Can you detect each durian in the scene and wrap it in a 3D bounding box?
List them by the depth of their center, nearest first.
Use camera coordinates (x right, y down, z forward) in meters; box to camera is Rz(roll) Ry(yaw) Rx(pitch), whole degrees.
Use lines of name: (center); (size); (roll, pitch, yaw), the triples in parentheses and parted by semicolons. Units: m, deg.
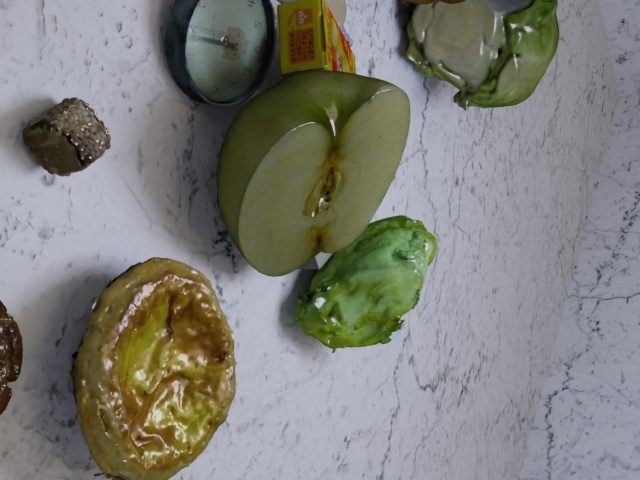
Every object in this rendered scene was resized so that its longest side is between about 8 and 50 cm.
durian: (0.112, 0.079, 1.700); (0.204, 0.256, 0.339); (61, 29, -20)

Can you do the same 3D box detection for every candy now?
candy: (-0.343, -0.140, 1.126); (0.095, 0.085, 0.110); (63, 34, -29)
candy: (0.002, -0.328, 1.544); (0.276, 0.088, 0.146); (32, 51, -72)

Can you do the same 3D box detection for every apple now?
apple: (-0.015, -0.106, 1.428); (0.360, 0.320, 0.311); (102, -4, -46)

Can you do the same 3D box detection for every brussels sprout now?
brussels sprout: (0.400, -0.543, 1.994); (0.361, 0.342, 0.425); (-42, 129, -51)

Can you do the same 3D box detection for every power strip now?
power strip: (0.000, 0.000, 1.668); (0.175, 0.075, 0.042); (-48, 129, -42)

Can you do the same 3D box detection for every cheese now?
cheese: (0.026, -0.464, 1.691); (0.171, 0.048, 0.092); (32, 69, -53)

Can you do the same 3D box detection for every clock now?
clock: (-0.160, -0.335, 1.375); (0.226, 0.049, 0.226); (-32, 132, -44)

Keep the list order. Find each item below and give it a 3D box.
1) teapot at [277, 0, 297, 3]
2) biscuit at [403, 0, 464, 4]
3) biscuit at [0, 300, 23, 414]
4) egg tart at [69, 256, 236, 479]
teapot: (-0.105, -0.538, 1.403); (0.204, 0.139, 0.298); (-62, 139, -37)
biscuit: (0.212, -0.667, 1.736); (0.381, 0.359, 0.074); (-50, 178, -23)
biscuit: (-0.460, 0.155, 1.010); (0.226, 0.042, 0.225); (-7, 99, -58)
egg tart: (-0.262, 0.192, 1.233); (0.341, 0.132, 0.341); (-4, 95, -56)
